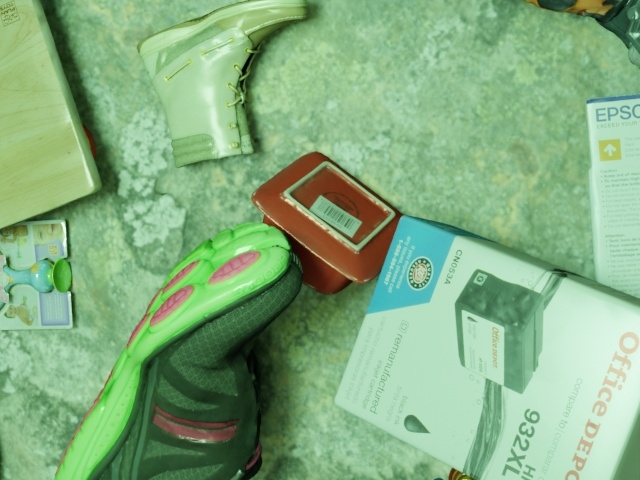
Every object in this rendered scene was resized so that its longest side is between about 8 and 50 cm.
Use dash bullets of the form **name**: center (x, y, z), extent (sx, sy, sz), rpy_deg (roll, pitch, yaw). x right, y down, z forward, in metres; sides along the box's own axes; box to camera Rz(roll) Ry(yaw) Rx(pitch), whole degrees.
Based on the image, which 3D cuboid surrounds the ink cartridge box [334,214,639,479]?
- **ink cartridge box**: center (0.198, 0.131, 1.116), extent (0.307, 0.129, 0.223), rpy_deg (23, 96, 32)

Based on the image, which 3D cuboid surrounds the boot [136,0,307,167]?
- **boot**: center (-0.095, -0.181, 1.243), extent (0.213, 0.077, 0.165), rpy_deg (-16, 91, 20)

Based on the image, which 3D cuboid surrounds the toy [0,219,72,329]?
- **toy**: center (-0.428, 0.048, 1.357), extent (0.237, 0.056, 0.137), rpy_deg (-3, 93, 14)

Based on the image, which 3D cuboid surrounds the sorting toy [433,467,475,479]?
- **sorting toy**: center (0.153, 0.297, 1.244), extent (0.061, 0.042, 0.102), rpy_deg (26, 101, 10)

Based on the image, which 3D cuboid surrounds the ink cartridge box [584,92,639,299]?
- **ink cartridge box**: center (0.450, 0.001, 1.131), extent (0.324, 0.071, 0.330), rpy_deg (-4, 91, 14)

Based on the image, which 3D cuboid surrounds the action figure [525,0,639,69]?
- **action figure**: center (0.326, -0.302, 1.118), extent (0.330, 0.178, 0.341), rpy_deg (33, 72, 3)

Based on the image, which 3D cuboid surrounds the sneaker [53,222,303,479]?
- **sneaker**: center (-0.131, 0.167, 1.219), extent (0.202, 0.185, 0.483), rpy_deg (30, 127, -6)

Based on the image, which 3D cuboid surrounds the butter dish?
- **butter dish**: center (0.000, 0.000, 1.216), extent (0.160, 0.160, 0.118), rpy_deg (38, 126, 8)

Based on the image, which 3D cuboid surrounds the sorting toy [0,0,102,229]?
- **sorting toy**: center (-0.403, -0.138, 1.313), extent (0.257, 0.089, 0.256), rpy_deg (-19, 89, 14)
